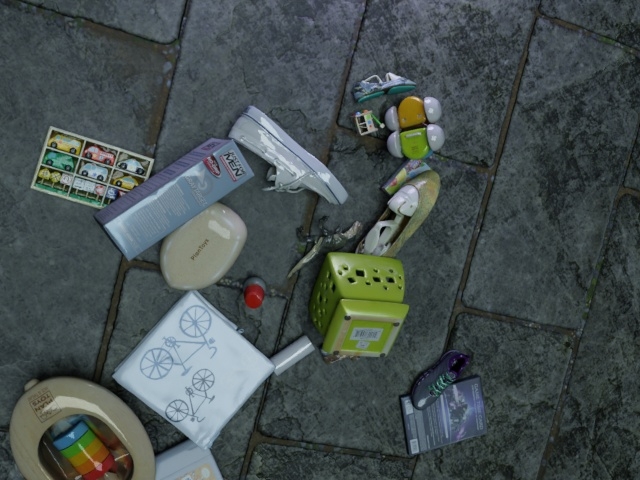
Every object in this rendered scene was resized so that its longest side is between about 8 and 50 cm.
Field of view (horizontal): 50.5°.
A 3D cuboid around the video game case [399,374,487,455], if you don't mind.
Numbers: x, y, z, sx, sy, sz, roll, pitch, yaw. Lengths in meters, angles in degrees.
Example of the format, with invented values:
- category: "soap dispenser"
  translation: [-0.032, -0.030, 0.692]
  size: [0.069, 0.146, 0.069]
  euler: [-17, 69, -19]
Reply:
- category: "video game case"
  translation: [0.388, 0.547, 2.129]
  size: [0.274, 0.026, 0.196]
  euler: [-12, 100, -15]

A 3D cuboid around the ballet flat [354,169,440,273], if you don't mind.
- category: "ballet flat"
  translation: [0.212, -0.055, 1.917]
  size: [0.123, 0.123, 0.348]
  euler: [29, 103, -18]

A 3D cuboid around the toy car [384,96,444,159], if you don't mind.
- category: "toy car"
  translation: [0.276, -0.311, 1.929]
  size: [0.159, 0.136, 0.182]
  euler: [-10, 78, 25]

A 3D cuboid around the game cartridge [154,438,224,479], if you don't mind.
- category: "game cartridge"
  translation: [-0.356, 0.711, 1.881]
  size: [0.198, 0.062, 0.297]
  euler: [-24, 88, -19]

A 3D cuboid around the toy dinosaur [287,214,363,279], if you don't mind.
- category: "toy dinosaur"
  translation: [0.000, 0.000, 1.929]
  size: [0.268, 0.064, 0.118]
  euler: [-31, 111, -7]

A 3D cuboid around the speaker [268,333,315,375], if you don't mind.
- category: "speaker"
  translation: [-0.084, 0.328, 1.948]
  size: [0.136, 0.055, 0.055]
  euler: [-34, 105, -10]

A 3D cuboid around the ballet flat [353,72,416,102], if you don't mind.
- category: "ballet flat"
  translation: [0.180, -0.442, 1.923]
  size: [0.188, 0.070, 0.070]
  euler: [-15, 101, -17]

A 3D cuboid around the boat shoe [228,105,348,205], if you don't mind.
- category: "boat shoe"
  translation: [-0.100, -0.187, 1.836]
  size: [0.367, 0.136, 0.156]
  euler: [41, 85, -14]

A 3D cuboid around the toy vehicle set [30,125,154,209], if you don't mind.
- category: "toy vehicle set"
  translation: [-0.584, -0.172, 1.748]
  size: [0.267, 0.035, 0.166]
  euler: [17, 92, -18]

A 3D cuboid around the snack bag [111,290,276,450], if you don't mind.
- category: "snack bag"
  translation: [-0.336, 0.354, 1.869]
  size: [0.342, 0.037, 0.323]
  euler: [42, 83, -8]

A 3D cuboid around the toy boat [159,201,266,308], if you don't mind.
- category: "toy boat"
  translation: [-0.272, 0.060, 1.821]
  size: [0.318, 0.148, 0.267]
  euler: [43, 98, -12]

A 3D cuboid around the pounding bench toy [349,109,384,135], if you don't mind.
- category: "pounding bench toy"
  translation: [0.135, -0.340, 1.926]
  size: [0.083, 0.052, 0.065]
  euler: [-20, 102, -13]

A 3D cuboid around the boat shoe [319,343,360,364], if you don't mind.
- category: "boat shoe"
  translation: [0.092, 0.316, 1.997]
  size: [0.183, 0.066, 0.066]
  euler: [-14, 106, -4]

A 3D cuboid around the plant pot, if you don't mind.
- category: "plant pot"
  translation: [0.109, 0.188, 1.863]
  size: [0.228, 0.207, 0.227]
  euler: [7, 128, -15]

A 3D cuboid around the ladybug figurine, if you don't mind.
- category: "ladybug figurine"
  translation: [-0.612, 0.528, 1.764]
  size: [0.305, 0.162, 0.449]
  euler: [-31, 105, -10]

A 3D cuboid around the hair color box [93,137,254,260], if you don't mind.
- category: "hair color box"
  translation: [-0.371, -0.113, 1.712]
  size: [0.374, 0.185, 0.113]
  euler: [-37, 113, -15]

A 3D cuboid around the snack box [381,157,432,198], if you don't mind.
- category: "snack box"
  translation: [0.261, -0.171, 1.992]
  size: [0.100, 0.037, 0.141]
  euler: [42, 85, -18]

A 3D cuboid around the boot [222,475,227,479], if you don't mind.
- category: "boot"
  translation: [-0.304, 0.713, 1.945]
  size: [0.118, 0.042, 0.087]
  euler: [46, 75, -13]

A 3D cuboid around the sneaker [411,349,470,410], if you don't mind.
- category: "sneaker"
  translation: [0.361, 0.419, 2.051]
  size: [0.083, 0.098, 0.223]
  euler: [42, 76, -3]
